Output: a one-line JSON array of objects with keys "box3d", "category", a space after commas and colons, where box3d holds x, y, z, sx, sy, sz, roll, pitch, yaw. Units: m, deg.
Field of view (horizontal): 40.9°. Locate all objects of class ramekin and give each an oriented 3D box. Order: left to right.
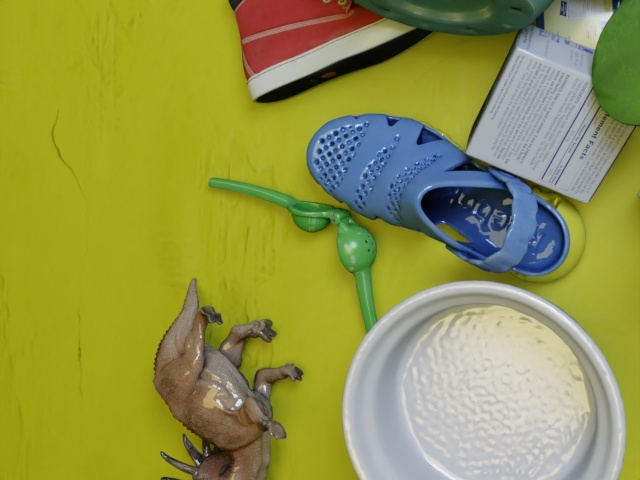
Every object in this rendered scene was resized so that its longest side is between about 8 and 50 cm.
[{"box3d": [0.174, 0.175, 0.897, 0.277, 0.135, 0.277, 1, 93, 20], "category": "ramekin"}]

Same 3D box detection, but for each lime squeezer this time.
[{"box3d": [0.000, 0.000, 1.005, 0.310, 0.059, 0.110, 46, 136, 11], "category": "lime squeezer"}]

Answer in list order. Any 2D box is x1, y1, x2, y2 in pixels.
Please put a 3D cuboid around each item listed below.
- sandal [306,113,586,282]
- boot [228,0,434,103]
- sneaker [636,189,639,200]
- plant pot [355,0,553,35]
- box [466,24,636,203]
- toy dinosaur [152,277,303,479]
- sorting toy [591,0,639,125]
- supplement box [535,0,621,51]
[{"box3d": [0.122, -0.052, 0.906, 0.317, 0.138, 0.126, 22, 102, 19], "category": "sandal"}, {"box3d": [0.007, -0.275, 0.965, 0.244, 0.088, 0.176, -15, 86, 23], "category": "boot"}, {"box3d": [0.460, -0.034, 0.786, 0.293, 0.102, 0.146, -20, 101, 40], "category": "sneaker"}, {"box3d": [0.131, -0.329, 0.788, 0.293, 0.293, 0.235, 11, 88, 19], "category": "plant pot"}, {"box3d": [0.235, -0.126, 0.856, 0.137, 0.072, 0.126, 23, 127, 2], "category": "box"}, {"box3d": [-0.134, 0.195, 1.021, 0.200, 0.127, 0.295, -41, 73, 24], "category": "toy dinosaur"}, {"box3d": [0.334, -0.132, 0.746, 0.127, 0.126, 0.365, -47, 43, 44], "category": "sorting toy"}, {"box3d": [0.267, -0.214, 0.886, 0.083, 0.056, 0.083, -2, 92, 20], "category": "supplement box"}]
